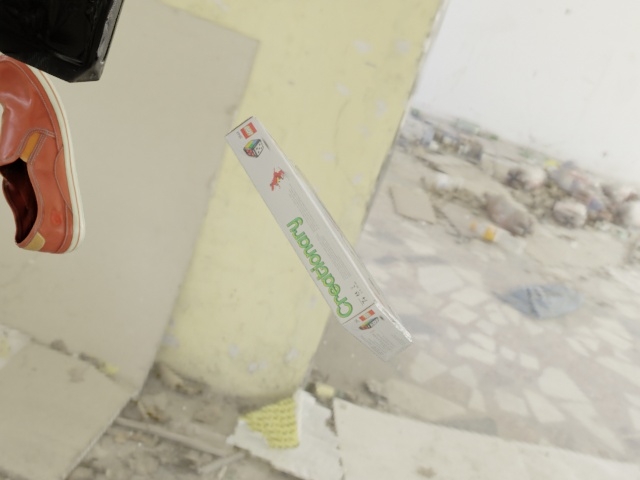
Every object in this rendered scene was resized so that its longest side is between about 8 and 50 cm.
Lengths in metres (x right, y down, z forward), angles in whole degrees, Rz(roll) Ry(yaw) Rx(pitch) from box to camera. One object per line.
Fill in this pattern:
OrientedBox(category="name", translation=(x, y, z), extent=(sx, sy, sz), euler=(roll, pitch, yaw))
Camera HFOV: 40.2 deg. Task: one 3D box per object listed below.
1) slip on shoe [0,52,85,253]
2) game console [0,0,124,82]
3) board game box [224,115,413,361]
OrientedBox(category="slip on shoe", translation=(-0.451, -0.138, 1.346), extent=(0.123, 0.332, 0.101), euler=(-17, -6, 42))
OrientedBox(category="game console", translation=(-0.275, -0.352, 0.889), extent=(0.213, 0.361, 0.044), euler=(28, 28, 2))
OrientedBox(category="board game box", translation=(0.000, 0.000, 1.115), extent=(0.305, 0.053, 0.193), euler=(57, 5, 27))
